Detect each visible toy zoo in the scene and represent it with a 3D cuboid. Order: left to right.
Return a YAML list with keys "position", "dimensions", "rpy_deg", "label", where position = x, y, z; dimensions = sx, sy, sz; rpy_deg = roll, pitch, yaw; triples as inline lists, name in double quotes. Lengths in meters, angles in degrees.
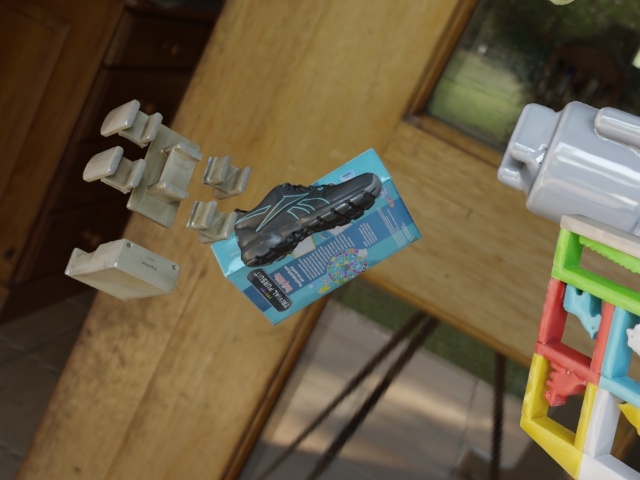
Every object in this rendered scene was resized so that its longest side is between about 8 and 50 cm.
- position: [0.297, 0.139, 1.097]
  dimensions: [0.030, 0.293, 0.192]
  rpy_deg: [-2, 19, -33]
  label: "toy zoo"

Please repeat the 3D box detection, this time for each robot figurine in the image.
- position: [0.478, -0.102, 1.762]
  dimensions: [0.353, 0.200, 0.300]
  rpy_deg: [23, -29, 8]
  label: "robot figurine"

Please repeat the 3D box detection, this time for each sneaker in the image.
- position: [-0.029, -0.055, 1.729]
  dimensions: [0.106, 0.267, 0.101]
  rpy_deg: [68, 15, 18]
  label: "sneaker"

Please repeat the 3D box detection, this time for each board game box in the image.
- position: [0.000, 0.000, 1.959]
  dimensions: [0.079, 0.336, 0.254]
  rpy_deg: [61, 3, 30]
  label: "board game box"

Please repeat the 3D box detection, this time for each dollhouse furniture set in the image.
- position: [-0.257, -0.045, 1.569]
  dimensions: [0.212, 0.242, 0.161]
  rpy_deg: [29, -22, -30]
  label: "dollhouse furniture set"

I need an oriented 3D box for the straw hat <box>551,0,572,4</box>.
- position: [0.386, -0.415, 1.718]
  dimensions: [0.144, 0.144, 0.061]
  rpy_deg: [21, 56, -21]
  label: "straw hat"
